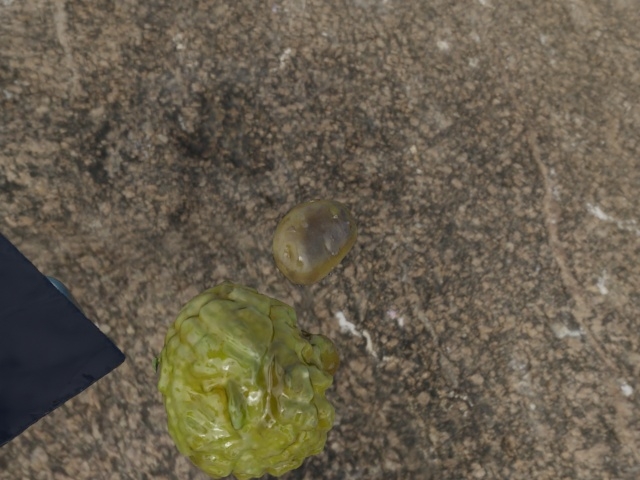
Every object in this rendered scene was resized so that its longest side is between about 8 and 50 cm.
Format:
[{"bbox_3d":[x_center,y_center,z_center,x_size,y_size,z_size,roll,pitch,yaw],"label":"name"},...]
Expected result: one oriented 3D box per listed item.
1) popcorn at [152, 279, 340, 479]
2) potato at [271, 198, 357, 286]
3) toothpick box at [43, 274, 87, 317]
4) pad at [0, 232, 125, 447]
[{"bbox_3d":[-0.090,0.160,0.717,0.237,0.206,0.251,25,33,-23],"label":"popcorn"},{"bbox_3d":[0.000,0.000,1.119,0.200,0.081,0.164,-44,105,-29],"label":"potato"},{"bbox_3d":[-0.487,0.150,1.016,0.120,0.184,0.120,1,62,-3],"label":"toothpick box"},{"bbox_3d":[-0.271,0.014,0.270,0.300,0.005,0.202,38,42,15],"label":"pad"}]
